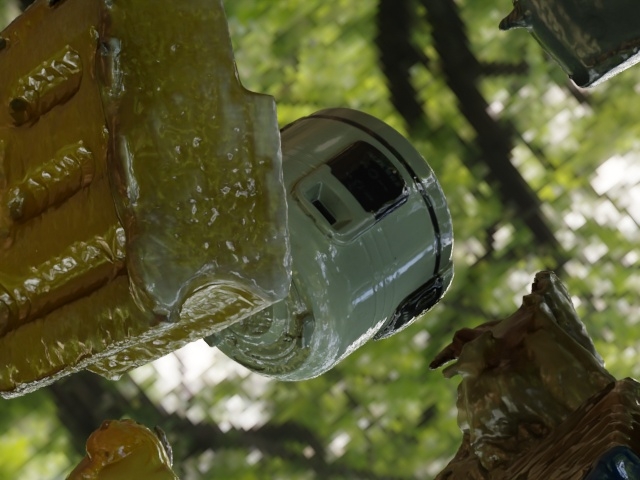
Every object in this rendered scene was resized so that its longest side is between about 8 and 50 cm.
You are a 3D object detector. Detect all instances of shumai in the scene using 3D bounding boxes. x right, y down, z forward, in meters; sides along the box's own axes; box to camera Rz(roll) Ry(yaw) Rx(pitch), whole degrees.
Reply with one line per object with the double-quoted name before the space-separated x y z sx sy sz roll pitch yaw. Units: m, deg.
"shumai" 0.249 0.164 1.924 0.314 0.262 0.267 3 -175 42

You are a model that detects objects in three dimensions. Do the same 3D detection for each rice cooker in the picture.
"rice cooker" 0.000 0.000 1.845 0.244 0.226 0.226 -33 179 -42

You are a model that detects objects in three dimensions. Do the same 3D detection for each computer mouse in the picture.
"computer mouse" 0.307 -0.268 1.673 0.371 0.188 0.122 -28 -179 33

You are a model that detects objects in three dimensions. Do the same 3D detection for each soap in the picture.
"soap" -0.149 -0.041 1.355 0.143 0.259 0.281 -6 171 -30

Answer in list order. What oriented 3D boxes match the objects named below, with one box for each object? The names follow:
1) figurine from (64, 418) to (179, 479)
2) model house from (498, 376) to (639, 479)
"figurine" -0.208 0.302 2.032 0.156 0.131 0.246 1 -112 36
"model house" 0.356 0.285 1.538 0.445 0.395 0.400 -43 178 15
